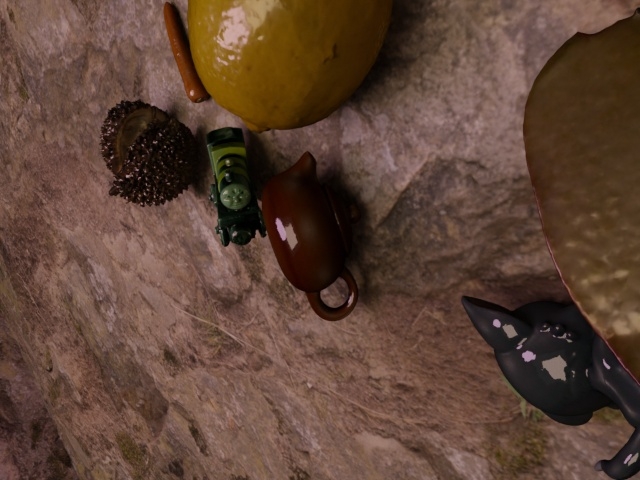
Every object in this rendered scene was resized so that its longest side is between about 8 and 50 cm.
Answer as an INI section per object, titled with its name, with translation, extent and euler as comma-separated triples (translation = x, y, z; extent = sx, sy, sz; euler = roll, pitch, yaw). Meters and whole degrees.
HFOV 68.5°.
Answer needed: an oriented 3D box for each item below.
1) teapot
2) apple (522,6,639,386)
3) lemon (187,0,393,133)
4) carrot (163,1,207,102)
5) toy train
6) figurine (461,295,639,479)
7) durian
[teapot]
translation = 0.000, 0.000, 0.678
extent = 0.135, 0.178, 0.252
euler = -19, 104, 4
[apple]
translation = 0.323, -0.048, 0.281
extent = 0.364, 0.329, 0.295
euler = 59, 160, 30
[lemon]
translation = -0.038, -0.258, 0.549
extent = 0.263, 0.236, 0.235
euler = -31, 84, 25
[carrot]
translation = -0.244, -0.331, 0.826
extent = 0.037, 0.037, 0.190
euler = -22, 89, 42
[toy train]
translation = -0.137, -0.082, 0.738
extent = 0.200, 0.083, 0.132
euler = -116, 16, -52
[figurine]
translation = 0.279, 0.145, 0.459
extent = 0.140, 0.265, 0.193
euler = -41, 112, 9
[durian]
translation = -0.326, -0.153, 0.863
extent = 0.196, 0.167, 0.196
euler = -12, 65, 28
